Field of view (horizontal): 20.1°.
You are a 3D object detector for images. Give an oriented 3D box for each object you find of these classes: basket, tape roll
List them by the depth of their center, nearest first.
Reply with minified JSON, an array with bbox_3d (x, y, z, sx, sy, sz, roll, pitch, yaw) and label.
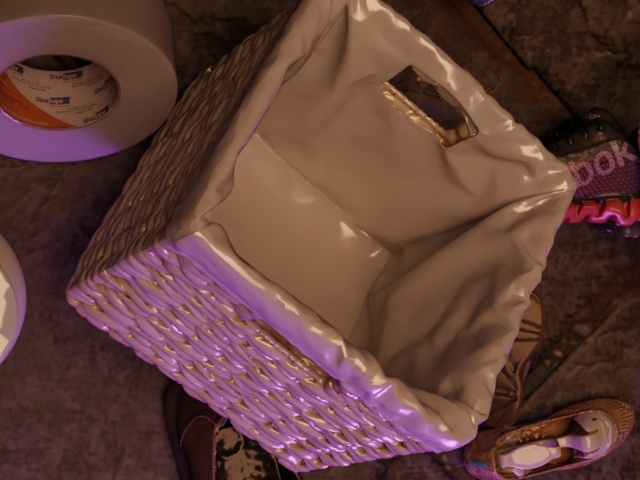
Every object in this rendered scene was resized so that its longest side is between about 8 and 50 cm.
[{"bbox_3d":[-0.241,-0.162,1.643,0.219,0.219,0.072,7,55,-19],"label":"tape roll"},{"bbox_3d":[0.000,0.000,1.657,0.328,0.266,0.331,39,55,-18],"label":"basket"}]

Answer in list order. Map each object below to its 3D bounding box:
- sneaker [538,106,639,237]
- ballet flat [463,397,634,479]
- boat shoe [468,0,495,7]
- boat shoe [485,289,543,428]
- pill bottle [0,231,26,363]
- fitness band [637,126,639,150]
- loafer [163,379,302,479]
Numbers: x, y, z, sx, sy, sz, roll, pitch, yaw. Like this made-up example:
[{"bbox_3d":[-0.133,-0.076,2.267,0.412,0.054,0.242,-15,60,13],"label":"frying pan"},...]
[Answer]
[{"bbox_3d":[0.247,-0.073,1.879,0.276,0.098,0.135,1,96,-21],"label":"sneaker"},{"bbox_3d":[0.255,0.219,1.929,0.206,0.067,0.073,-15,100,-17],"label":"ballet flat"},{"bbox_3d":[0.280,-0.317,1.854,0.319,0.116,0.099,-36,102,-17],"label":"boat shoe"},{"bbox_3d":[0.198,0.121,1.910,0.056,0.049,0.152,15,96,-1],"label":"boat shoe"},{"bbox_3d":[-0.350,0.044,1.582,0.169,0.301,0.169,-2,96,-18],"label":"pill bottle"},{"bbox_3d":[0.415,-0.067,1.910,0.209,0.054,0.290,-24,106,-50],"label":"fitness band"},{"bbox_3d":[-0.062,0.300,1.798,0.134,0.130,0.366,-24,103,-14],"label":"loafer"}]
